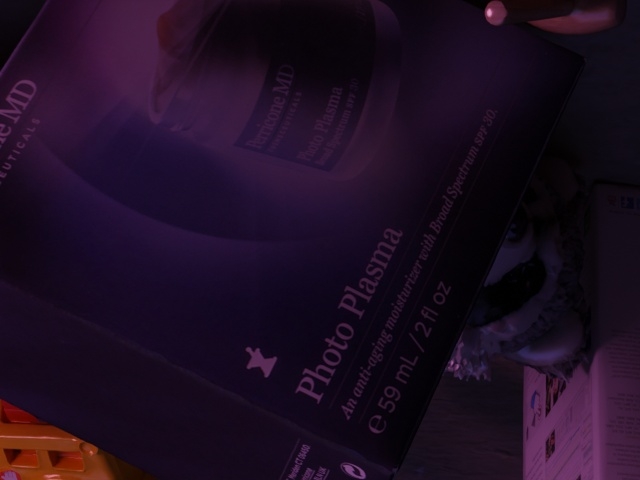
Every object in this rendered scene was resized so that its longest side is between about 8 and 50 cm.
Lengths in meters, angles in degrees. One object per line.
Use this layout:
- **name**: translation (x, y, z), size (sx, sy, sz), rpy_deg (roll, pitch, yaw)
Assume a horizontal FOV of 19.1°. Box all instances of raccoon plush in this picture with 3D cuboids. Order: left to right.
- **raccoon plush**: translation (0.000, 0.000, 1.427), size (0.299, 0.216, 0.446), rpy_deg (4, -175, -27)

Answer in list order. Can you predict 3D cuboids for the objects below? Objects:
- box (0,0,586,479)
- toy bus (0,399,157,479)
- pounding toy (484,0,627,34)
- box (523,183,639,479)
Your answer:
- **box**: translation (-0.047, -0.020, 1.108), size (0.294, 0.296, 0.182), rpy_deg (25, 152, 3)
- **toy bus**: translation (-0.277, 0.167, 1.768), size (0.220, 0.149, 0.211), rpy_deg (1, 139, 14)
- **pounding toy**: translation (0.168, -0.184, 0.985), size (0.154, 0.154, 0.269), rpy_deg (3, 153, 13)
- **box**: translation (0.204, 0.151, 1.436), size (0.059, 0.322, 0.232), rpy_deg (7, 153, -5)
